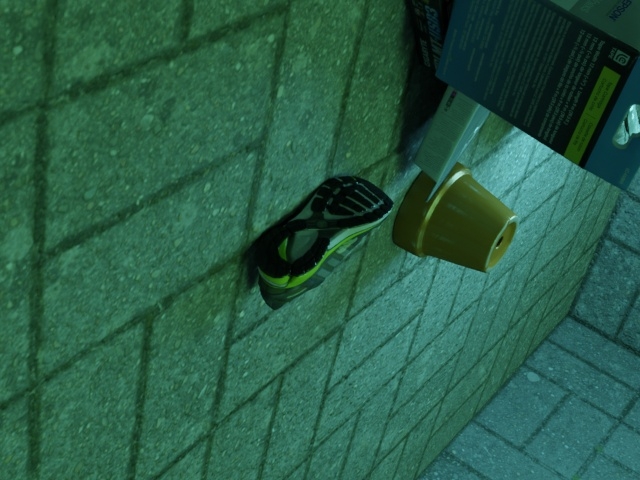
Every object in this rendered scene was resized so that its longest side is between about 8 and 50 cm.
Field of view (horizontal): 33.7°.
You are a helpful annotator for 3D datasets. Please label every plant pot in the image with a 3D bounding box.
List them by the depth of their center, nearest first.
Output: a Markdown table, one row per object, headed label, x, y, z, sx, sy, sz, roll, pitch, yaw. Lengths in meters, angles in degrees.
| label | x | y | z | sx | sy | sz | roll | pitch | yaw |
| --- | --- | --- | --- | --- | --- | --- | --- | --- | --- |
| plant pot | 0.277 | -0.034 | 2.071 | 0.205 | 0.188 | 0.205 | -46 | 154 | -29 |

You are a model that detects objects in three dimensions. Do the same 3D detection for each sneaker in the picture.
| label | x | y | z | sx | sy | sz | roll | pitch | yaw |
| --- | --- | --- | --- | --- | --- | --- | --- | --- | --- |
| sneaker | 0.000 | 0.000 | 1.675 | 0.300 | 0.111 | 0.121 | -35 | 158 | -35 |

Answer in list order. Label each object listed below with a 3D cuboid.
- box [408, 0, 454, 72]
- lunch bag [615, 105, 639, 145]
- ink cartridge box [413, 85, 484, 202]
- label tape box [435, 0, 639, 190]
| label | x | y | z | sx | sy | sz | roll | pitch | yaw |
| --- | --- | --- | --- | --- | --- | --- | --- | --- | --- |
| box | 0.244 | -0.443 | 1.644 | 0.293 | 0.073 | 0.295 | -54 | 158 | -11 |
| lunch bag | 0.544 | -0.300 | 2.209 | 0.212 | 0.256 | 0.305 | -58 | 157 | -2 |
| ink cartridge box | 0.281 | -0.270 | 1.870 | 0.324 | 0.071 | 0.330 | -53 | 173 | -32 |
| label tape box | 0.353 | -0.262 | 1.523 | 0.115 | 0.348 | 0.249 | -47 | 162 | -30 |
